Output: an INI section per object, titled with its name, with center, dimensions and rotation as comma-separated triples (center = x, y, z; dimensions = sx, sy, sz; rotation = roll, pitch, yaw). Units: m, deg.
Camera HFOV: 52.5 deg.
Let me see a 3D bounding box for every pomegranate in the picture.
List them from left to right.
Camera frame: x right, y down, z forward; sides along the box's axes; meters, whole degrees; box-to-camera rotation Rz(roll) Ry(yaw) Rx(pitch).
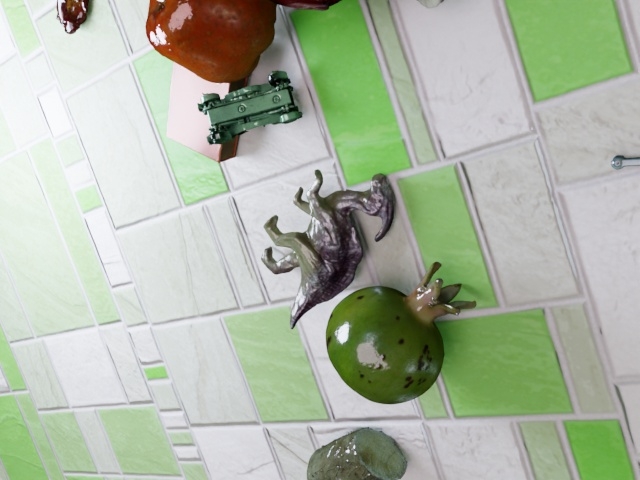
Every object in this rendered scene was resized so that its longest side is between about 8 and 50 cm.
[pomegranate]
center = 0.117, 0.132, 0.954
dimensions = 0.224, 0.181, 0.181
rotation = -44, 80, 16

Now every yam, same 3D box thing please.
[yam]
center = 0.050, 0.390, 1.125
dimensions = 0.183, 0.107, 0.107
rotation = -38, 84, 38

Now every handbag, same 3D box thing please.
[handbag]
center = -0.189, -0.242, 1.082
dimensions = 0.127, 0.063, 0.190
rotation = 27, 123, 23

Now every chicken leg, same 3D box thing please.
[chicken leg]
center = -0.460, -0.482, 1.184
dimensions = 0.093, 0.053, 0.205
rotation = 36, 120, 35

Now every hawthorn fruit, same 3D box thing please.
[hawthorn fruit]
center = -0.154, -0.312, 0.914
dimensions = 0.189, 0.189, 0.189
rotation = 12, 113, 30

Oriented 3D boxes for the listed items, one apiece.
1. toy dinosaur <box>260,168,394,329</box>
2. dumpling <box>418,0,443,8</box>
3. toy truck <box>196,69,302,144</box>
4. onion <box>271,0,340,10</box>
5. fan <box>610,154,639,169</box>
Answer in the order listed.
[toy dinosaur]
center = -0.003, 0.001, 1.032
dimensions = 0.162, 0.077, 0.294
rotation = 40, 124, 15
[dumpling]
center = 0.123, -0.433, 0.757
dimensions = 0.243, 0.175, 0.227
rotation = -55, 44, 17
[toy truck]
center = -0.110, -0.204, 1.018
dimensions = 0.154, 0.078, 0.080
rotation = -16, 91, 5
[onion]
center = -0.055, -0.428, 0.767
dimensions = 0.232, 0.314, 0.313
rotation = -14, 100, 2
[fan]
center = 0.438, -0.096, 0.744
dimensions = 0.193, 0.016, 0.038
rotation = 1, 104, 32
